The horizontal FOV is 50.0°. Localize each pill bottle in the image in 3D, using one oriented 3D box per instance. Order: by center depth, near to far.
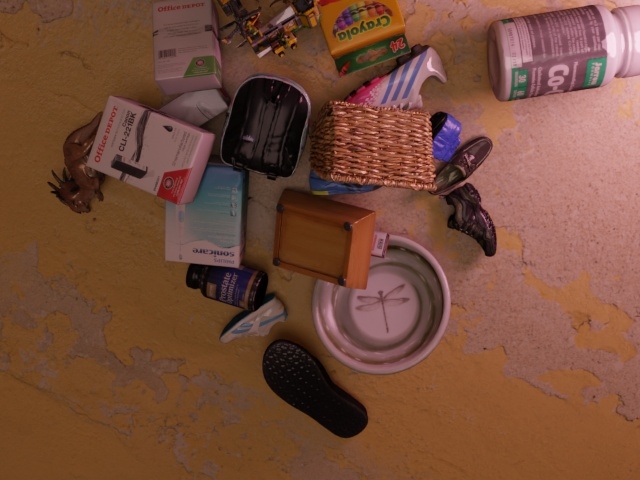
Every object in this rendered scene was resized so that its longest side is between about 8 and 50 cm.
[{"bbox_3d":[0.614,-0.473,1.716,0.361,0.204,0.204,-8,108,6],"label":"pill bottle"},{"bbox_3d":[-0.273,0.121,1.999,0.219,0.123,0.123,15,110,11],"label":"pill bottle"}]

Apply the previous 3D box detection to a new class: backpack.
[{"bbox_3d":[-0.136,-0.311,1.815,0.225,0.191,0.253,14,111,-2],"label":"backpack"},{"bbox_3d":[0.326,-0.282,1.856,0.101,0.098,0.120,23,101,-27],"label":"backpack"}]

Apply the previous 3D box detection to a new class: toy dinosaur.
[{"bbox_3d":[-0.671,-0.210,1.919,0.200,0.127,0.296,3,101,18],"label":"toy dinosaur"}]

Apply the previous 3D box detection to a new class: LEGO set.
[{"bbox_3d":[-0.158,-0.620,1.632,0.255,0.192,0.331,-24,73,4],"label":"LEGO set"}]

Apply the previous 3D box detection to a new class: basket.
[{"bbox_3d":[0.125,-0.207,1.779,0.299,0.213,0.223,3,73,-16],"label":"basket"}]

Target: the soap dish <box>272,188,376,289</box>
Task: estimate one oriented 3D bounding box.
[{"bbox_3d":[0.000,0.000,1.902,0.291,0.118,0.229,16,110,26],"label":"soap dish"}]

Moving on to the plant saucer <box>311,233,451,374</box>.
[{"bbox_3d":[0.177,0.185,1.967,0.400,0.100,0.400,-5,75,17],"label":"plant saucer"}]

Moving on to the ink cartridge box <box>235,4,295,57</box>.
[{"bbox_3d":[-0.127,-0.533,1.784,0.181,0.104,0.061,-33,103,14],"label":"ink cartridge box"}]

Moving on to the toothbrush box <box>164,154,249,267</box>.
[{"bbox_3d":[-0.318,-0.087,1.935,0.216,0.126,0.295,5,108,2],"label":"toothbrush box"}]

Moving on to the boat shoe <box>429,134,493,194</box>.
[{"bbox_3d":[0.386,-0.199,1.890,0.223,0.073,0.080,-40,103,15],"label":"boat shoe"}]

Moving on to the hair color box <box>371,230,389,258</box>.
[{"bbox_3d":[0.119,0.002,1.954,0.141,0.043,0.072,12,83,21],"label":"hair color box"}]

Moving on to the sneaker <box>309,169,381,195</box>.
[{"bbox_3d":[0.072,-0.174,1.918,0.209,0.069,0.082,-3,105,4],"label":"sneaker"}]

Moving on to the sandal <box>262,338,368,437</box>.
[{"bbox_3d":[-0.026,0.453,2.134,0.167,0.107,0.446,-35,116,12],"label":"sandal"}]

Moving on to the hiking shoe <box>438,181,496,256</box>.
[{"bbox_3d":[0.422,-0.049,1.947,0.114,0.086,0.227,-21,101,24],"label":"hiking shoe"}]

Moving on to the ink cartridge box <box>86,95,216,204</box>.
[{"bbox_3d":[-0.438,-0.234,1.779,0.273,0.114,0.197,23,100,8],"label":"ink cartridge box"}]

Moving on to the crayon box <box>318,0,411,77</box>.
[{"bbox_3d":[0.087,-0.596,1.724,0.202,0.081,0.318,-19,93,9],"label":"crayon box"}]

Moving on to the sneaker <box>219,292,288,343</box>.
[{"bbox_3d":[-0.206,0.256,2.071,0.228,0.087,0.092,-33,107,15],"label":"sneaker"}]

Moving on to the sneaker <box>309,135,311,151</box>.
[{"bbox_3d":[0.002,-0.280,1.900,0.069,0.038,0.098,25,108,-7],"label":"sneaker"}]

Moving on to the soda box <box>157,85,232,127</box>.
[{"bbox_3d":[-0.383,-0.336,1.871,0.286,0.091,0.098,-28,106,12],"label":"soda box"}]

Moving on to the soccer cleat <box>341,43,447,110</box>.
[{"bbox_3d":[0.182,-0.377,1.814,0.331,0.116,0.143,-34,100,12],"label":"soccer cleat"}]

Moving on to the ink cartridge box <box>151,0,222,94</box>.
[{"bbox_3d":[-0.341,-0.501,1.764,0.160,0.092,0.219,-5,77,5],"label":"ink cartridge box"}]
